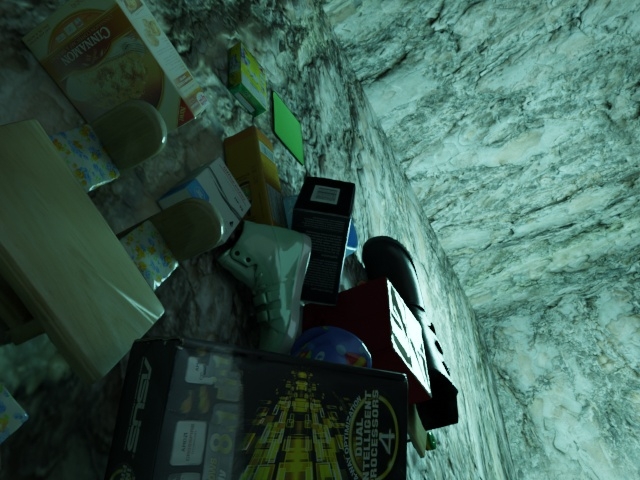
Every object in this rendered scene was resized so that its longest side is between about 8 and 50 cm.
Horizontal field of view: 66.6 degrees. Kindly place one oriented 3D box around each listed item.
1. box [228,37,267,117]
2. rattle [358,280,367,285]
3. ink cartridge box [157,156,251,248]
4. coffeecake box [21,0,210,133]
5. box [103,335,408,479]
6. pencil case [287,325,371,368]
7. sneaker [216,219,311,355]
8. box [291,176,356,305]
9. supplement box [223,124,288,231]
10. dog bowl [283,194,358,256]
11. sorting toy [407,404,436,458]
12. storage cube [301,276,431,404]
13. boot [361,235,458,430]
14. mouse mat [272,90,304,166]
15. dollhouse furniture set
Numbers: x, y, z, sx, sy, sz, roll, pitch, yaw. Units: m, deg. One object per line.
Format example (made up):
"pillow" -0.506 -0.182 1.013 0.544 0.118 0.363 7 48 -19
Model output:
"box" -0.176 -0.395 1.172 0.105 0.043 0.179 43 34 -47
"rattle" 0.148 0.219 1.271 0.143 0.130 0.200 57 5 -37
"ink cartridge box" -0.178 -0.068 0.802 0.104 0.060 0.180 59 22 -20
"coffeecake box" -0.261 -0.219 0.639 0.185 0.142 0.068 57 24 -24
"box" -0.047 0.306 0.442 0.318 0.097 0.395 22 65 -40
"pencil case" -0.041 0.244 0.645 0.306 0.133 0.119 -51 137 -47
"sneaker" -0.111 0.090 0.806 0.151 0.094 0.256 18 66 -20
"box" 0.000 0.000 0.972 0.153 0.108 0.207 -76 174 -58
"supplement box" -0.126 -0.102 0.945 0.080 0.078 0.234 39 35 -58
"dog bowl" 0.010 -0.033 1.211 0.297 0.074 0.166 15 55 -64
"sorting toy" 0.224 0.463 1.263 0.275 0.046 0.132 64 21 -11
"storage cube" 0.089 0.219 0.977 0.215 0.193 0.184 54 24 -33
"boot" 0.238 0.232 1.336 0.367 0.146 0.445 58 17 -25
"mouse mat" -0.089 -0.310 1.347 0.152 0.007 0.190 45 29 -45
"dollhouse furniture set" -0.239 -0.082 0.392 0.394 0.256 0.362 61 22 -15
